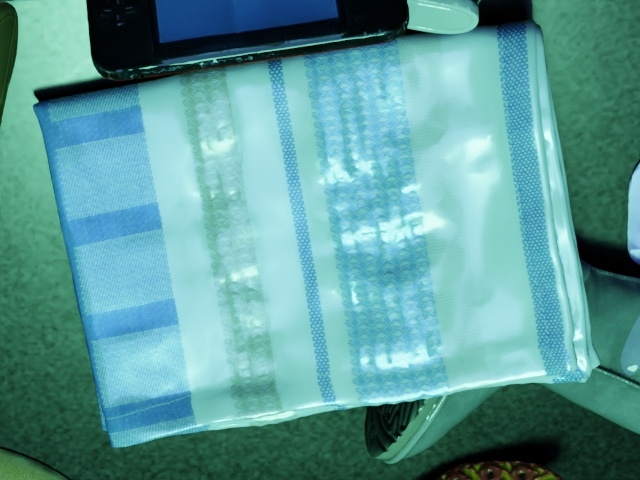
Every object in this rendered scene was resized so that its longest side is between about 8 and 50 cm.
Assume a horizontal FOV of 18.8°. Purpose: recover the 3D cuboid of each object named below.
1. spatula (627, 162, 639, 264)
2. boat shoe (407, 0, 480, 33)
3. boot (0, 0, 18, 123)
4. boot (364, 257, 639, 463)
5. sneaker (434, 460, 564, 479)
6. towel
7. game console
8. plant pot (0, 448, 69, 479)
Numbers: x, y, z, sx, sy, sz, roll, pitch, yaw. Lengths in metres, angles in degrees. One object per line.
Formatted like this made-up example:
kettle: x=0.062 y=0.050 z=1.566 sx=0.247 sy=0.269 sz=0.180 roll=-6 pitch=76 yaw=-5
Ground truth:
spatula: x=0.327 y=-0.030 z=1.119 sx=0.296 sy=0.030 sz=0.084 roll=-7 pitch=121 yaw=-1
boat shoe: x=0.025 y=-0.141 z=1.013 sx=0.125 sy=0.038 sz=0.046 roll=10 pitch=158 yaw=-7
boot: x=-0.232 y=-0.087 z=0.933 sx=0.165 sy=0.213 sz=0.077 roll=13 pitch=86 yaw=-11
boot: x=0.154 y=0.088 z=1.160 sx=0.208 sy=0.076 sz=0.190 roll=23 pitch=118 yaw=-25
sneaker: x=0.080 y=0.190 z=1.227 sx=0.175 sy=0.064 sz=0.067 roll=-25 pitch=142 yaw=16
towel: x=0.000 y=0.000 z=1.063 sx=0.285 sy=0.034 sz=0.209 roll=-9 pitch=103 yaw=3
game console: x=-0.039 y=-0.150 z=0.856 sx=0.144 sy=0.124 sz=0.085 roll=-8 pitch=150 yaw=-1
plant pot: x=-0.240 y=0.228 z=1.225 sx=0.236 sy=0.032 sz=0.236 roll=-3 pitch=122 yaw=-4
